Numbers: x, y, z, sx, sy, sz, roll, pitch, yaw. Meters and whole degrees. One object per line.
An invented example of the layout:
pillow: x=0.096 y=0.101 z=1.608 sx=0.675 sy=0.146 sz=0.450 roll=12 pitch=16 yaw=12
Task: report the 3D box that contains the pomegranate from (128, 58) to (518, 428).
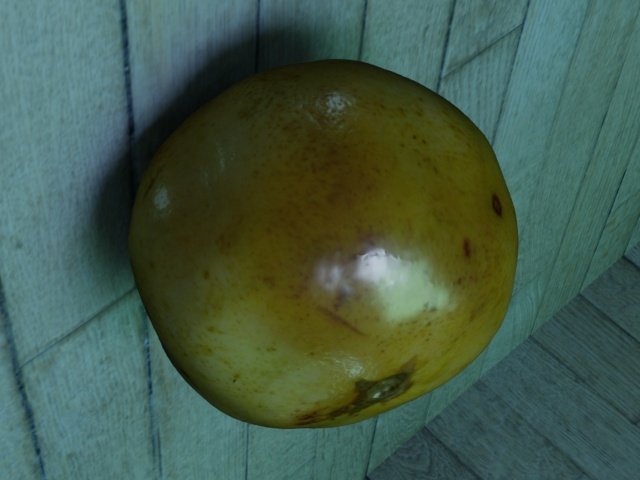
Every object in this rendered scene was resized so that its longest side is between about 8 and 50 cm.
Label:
pomegranate: x=0.000 y=0.000 z=1.383 sx=0.416 sy=0.416 sz=0.417 roll=-38 pitch=154 yaw=-23
